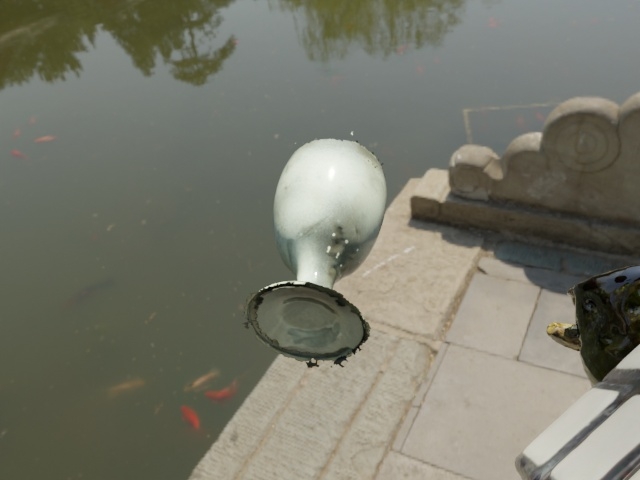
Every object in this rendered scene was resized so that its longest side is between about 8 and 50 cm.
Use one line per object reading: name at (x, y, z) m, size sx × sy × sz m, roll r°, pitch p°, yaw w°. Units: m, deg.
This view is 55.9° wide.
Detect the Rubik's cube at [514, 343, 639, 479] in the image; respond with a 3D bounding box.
Rubik's cube at (0.327, 0.155, 0.301) m, size 0.303 × 0.301 × 0.305 m, roll -41°, pitch 74°, yaw 0°

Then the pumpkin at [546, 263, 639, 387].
pumpkin at (0.442, 0.168, 0.825) m, size 0.242 × 0.325 × 0.232 m, roll -9°, pitch 69°, yaw 30°

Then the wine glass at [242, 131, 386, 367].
wine glass at (0.004, 0.001, 0.933) m, size 0.190 × 0.191 × 0.357 m, roll -1°, pitch 45°, yaw 10°
